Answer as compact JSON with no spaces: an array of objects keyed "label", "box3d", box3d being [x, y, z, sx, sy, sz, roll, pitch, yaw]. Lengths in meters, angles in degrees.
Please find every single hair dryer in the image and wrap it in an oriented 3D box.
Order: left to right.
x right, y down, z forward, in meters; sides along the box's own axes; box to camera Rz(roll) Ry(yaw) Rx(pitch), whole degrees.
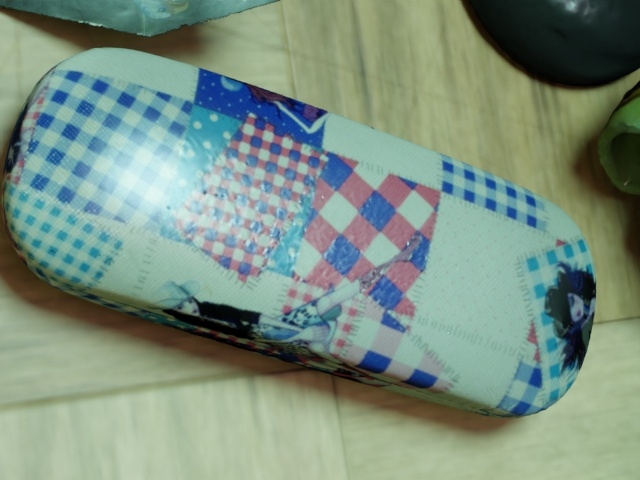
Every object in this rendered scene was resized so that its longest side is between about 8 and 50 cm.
[{"label":"hair dryer","box3d":[0.268,-0.237,0.783,0.284,0.320,0.155,-37,96,-36]}]

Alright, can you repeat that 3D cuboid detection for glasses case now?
[{"label":"glasses case","box3d":[0.000,0.000,0.725,0.327,0.076,0.125,19,72,-22]}]

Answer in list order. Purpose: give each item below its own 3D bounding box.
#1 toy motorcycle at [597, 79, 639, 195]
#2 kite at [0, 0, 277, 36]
[{"label":"toy motorcycle","box3d":[0.278,0.047,0.785,0.237,0.169,0.410,1,75,-8]},{"label":"kite","box3d":[-0.079,-0.254,0.683,0.169,0.015,0.309,5,97,12]}]
